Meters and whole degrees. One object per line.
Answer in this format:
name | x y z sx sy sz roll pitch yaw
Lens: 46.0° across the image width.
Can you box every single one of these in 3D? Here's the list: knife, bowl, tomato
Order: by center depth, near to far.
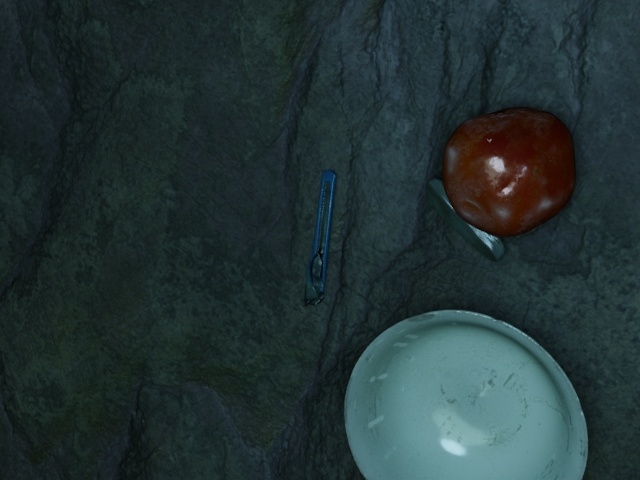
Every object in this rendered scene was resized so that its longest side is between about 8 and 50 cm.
tomato | 0.321 -0.116 1.276 0.231 0.188 0.232 0 89 -3
bowl | 0.277 0.312 1.401 0.434 0.196 0.435 5 104 22
knife | -0.001 0.000 1.543 0.044 0.026 0.297 16 108 31

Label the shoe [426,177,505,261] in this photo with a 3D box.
shoe | 0.281 -0.050 1.398 0.078 0.079 0.195 -37 76 -10
